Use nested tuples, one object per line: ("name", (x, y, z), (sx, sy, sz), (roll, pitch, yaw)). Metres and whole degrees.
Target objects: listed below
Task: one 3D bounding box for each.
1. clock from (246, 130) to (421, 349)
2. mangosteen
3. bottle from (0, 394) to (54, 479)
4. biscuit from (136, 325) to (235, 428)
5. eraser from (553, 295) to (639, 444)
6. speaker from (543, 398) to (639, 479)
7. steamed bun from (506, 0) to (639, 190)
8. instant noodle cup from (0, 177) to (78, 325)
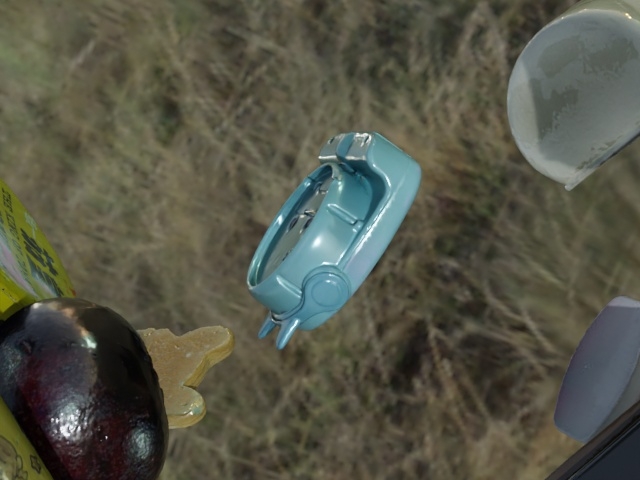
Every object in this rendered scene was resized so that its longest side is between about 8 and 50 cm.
("clock", (0.000, 0.000, 1.659), (0.274, 0.094, 0.223), (-57, 14, -7))
("mangosteen", (-0.242, 0.165, 1.261), (0.216, 0.216, 0.216), (-39, 39, 42))
("bottle", (-0.309, 0.152, 1.034), (0.171, 0.351, 0.171), (-25, 16, 8))
("biscuit", (-0.190, 0.172, 1.514), (0.153, 0.030, 0.234), (-3, 34, 20))
("eraser", (0.407, 0.189, 1.664), (0.094, 0.270, 0.174), (23, 86, 52))
("speaker", (0.343, 0.229, 1.307), (0.153, 0.192, 0.231), (57, 133, 23))
("steamed bun", (0.314, -0.185, 1.562), (0.146, 0.164, 0.241), (-36, -5, -41))
("instant noodle cup", (-0.446, 0.036, 1.454), (0.254, 0.325, 0.325), (-37, 33, 3))
